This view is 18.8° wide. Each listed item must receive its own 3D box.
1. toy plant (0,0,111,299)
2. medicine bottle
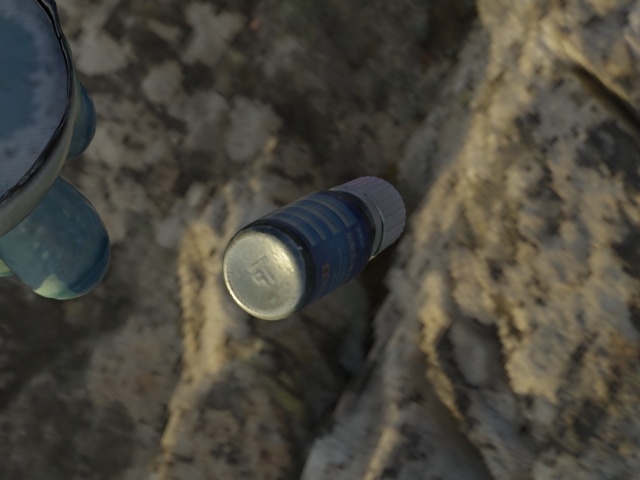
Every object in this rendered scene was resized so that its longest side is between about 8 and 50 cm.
[{"bbox_3d":[-0.268,-0.050,1.433,0.247,0.332,0.247,-1,69,4],"label":"toy plant"},{"bbox_3d":[0.000,0.000,1.608,0.083,0.203,0.083,9,110,25],"label":"medicine bottle"}]
